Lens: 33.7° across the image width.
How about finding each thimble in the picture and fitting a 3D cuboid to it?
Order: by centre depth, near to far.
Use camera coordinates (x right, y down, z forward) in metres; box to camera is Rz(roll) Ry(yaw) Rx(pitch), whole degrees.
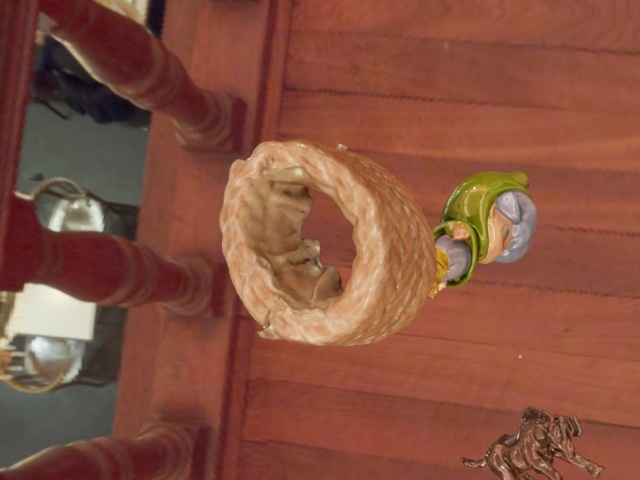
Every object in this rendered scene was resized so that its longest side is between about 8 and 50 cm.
[{"bbox_3d":[0.006,0.001,1.127,0.196,0.148,0.229,-25,75,23],"label":"thimble"}]

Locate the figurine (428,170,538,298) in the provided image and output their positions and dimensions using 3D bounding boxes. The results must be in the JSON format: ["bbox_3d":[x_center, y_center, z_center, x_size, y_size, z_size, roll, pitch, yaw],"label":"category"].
[{"bbox_3d":[0.235,-0.012,1.622,0.143,0.162,0.263,34,47,23],"label":"figurine"}]

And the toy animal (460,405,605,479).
[{"bbox_3d":[0.319,0.324,1.581,0.148,0.084,0.232,56,140,2],"label":"toy animal"}]
